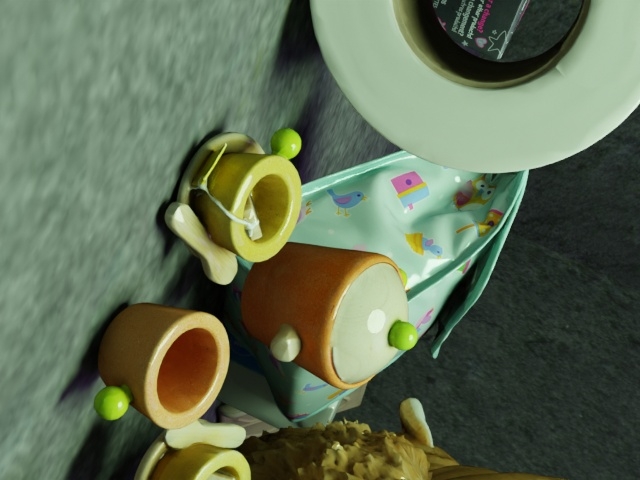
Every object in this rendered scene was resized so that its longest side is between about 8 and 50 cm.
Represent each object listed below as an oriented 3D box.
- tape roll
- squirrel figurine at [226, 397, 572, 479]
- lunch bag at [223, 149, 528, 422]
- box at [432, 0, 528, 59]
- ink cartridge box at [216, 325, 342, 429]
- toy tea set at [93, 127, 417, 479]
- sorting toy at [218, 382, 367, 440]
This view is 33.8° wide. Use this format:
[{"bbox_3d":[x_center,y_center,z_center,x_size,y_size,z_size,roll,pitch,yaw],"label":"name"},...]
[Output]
[{"bbox_3d":[0.128,-0.182,0.754,0.169,0.246,0.246,-45,159,-71],"label":"tape roll"},{"bbox_3d":[0.072,0.248,0.888,0.281,0.397,0.370,-57,-161,4],"label":"squirrel figurine"},{"bbox_3d":[0.055,0.025,0.921,0.262,0.160,0.223,-28,163,-16],"label":"lunch bag"},{"bbox_3d":[0.165,-0.320,0.981,0.247,0.142,0.163,-60,171,-34],"label":"box"},{"bbox_3d":[-0.011,0.081,1.093,0.078,0.134,0.231,107,9,-47],"label":"ink cartridge box"},{"bbox_3d":[-0.050,0.105,0.660,0.336,0.124,0.200,-62,144,-16],"label":"toy tea set"},{"bbox_3d":[-0.035,0.201,1.322,0.208,0.192,0.038,103,-30,-69],"label":"sorting toy"}]
